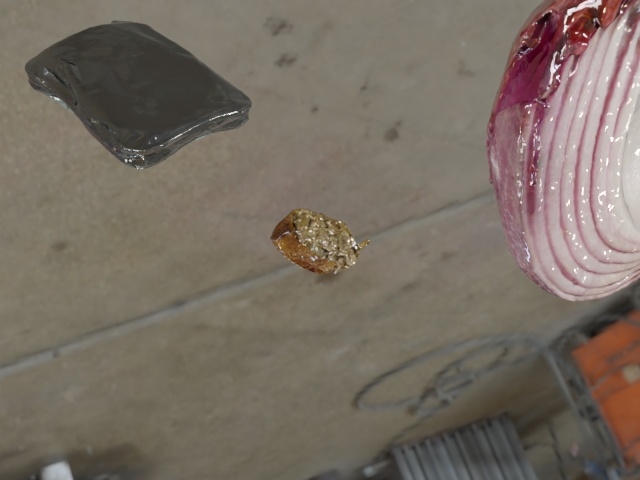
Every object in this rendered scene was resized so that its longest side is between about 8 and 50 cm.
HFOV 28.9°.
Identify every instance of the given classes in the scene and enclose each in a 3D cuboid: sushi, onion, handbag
[{"bbox_3d":[0.000,0.000,1.333,0.120,0.052,0.055,28,133,-35],"label":"sushi"},{"bbox_3d":[0.201,-0.105,0.847,0.227,0.120,0.284,-27,132,-19],"label":"onion"},{"bbox_3d":[-0.246,-0.201,1.637,0.191,0.332,0.075,-28,133,-26],"label":"handbag"}]
